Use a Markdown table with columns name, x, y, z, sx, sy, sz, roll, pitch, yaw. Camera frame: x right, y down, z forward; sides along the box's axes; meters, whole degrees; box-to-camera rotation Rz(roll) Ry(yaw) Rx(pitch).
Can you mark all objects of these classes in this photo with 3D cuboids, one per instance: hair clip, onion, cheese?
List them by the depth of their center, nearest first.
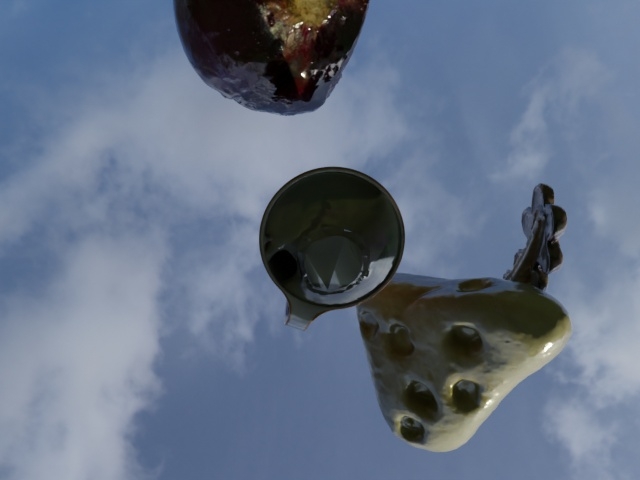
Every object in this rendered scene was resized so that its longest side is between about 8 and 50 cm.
| name | x | y | z | sx | sy | sz | roll | pitch | yaw |
| --- | --- | --- | --- | --- | --- | --- | --- | --- | --- |
| onion | -0.088 | -0.372 | 0.792 | 0.260 | 0.337 | 0.282 | 9 | -157 | -22 |
| cheese | 0.228 | 0.216 | 0.849 | 0.351 | 0.329 | 0.129 | 1 | -162 | 41 |
| hair clip | 0.340 | 0.037 | 0.856 | 0.075 | 0.257 | 0.146 | 11 | -151 | 0 |

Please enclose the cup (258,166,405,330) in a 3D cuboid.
| name | x | y | z | sx | sy | sz | roll | pitch | yaw |
| --- | --- | --- | --- | --- | --- | --- | --- | --- | --- |
| cup | 0.000 | 0.000 | 0.753 | 0.182 | 0.264 | 0.226 | 21 | -81 | -8 |
